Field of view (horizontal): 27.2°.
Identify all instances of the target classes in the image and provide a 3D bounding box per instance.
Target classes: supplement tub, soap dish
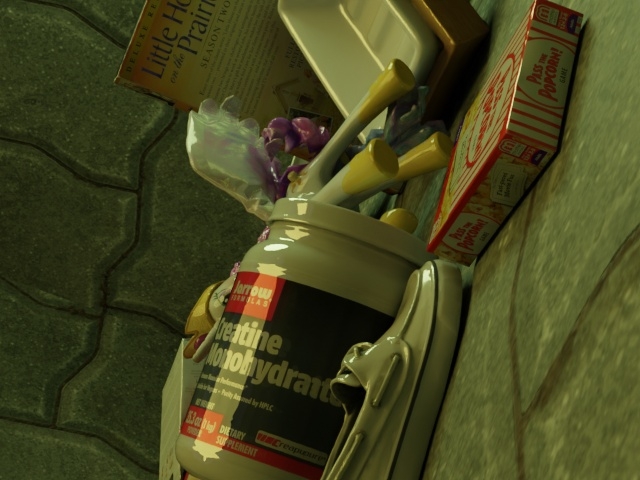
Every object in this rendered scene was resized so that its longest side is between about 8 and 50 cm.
[{"bbox_3d":[-0.009,0.115,1.252,0.191,0.191,0.272,135,154,-80],"label":"supplement tub"},{"bbox_3d":[0.074,-0.273,1.646,0.291,0.118,0.229,58,148,24],"label":"soap dish"}]

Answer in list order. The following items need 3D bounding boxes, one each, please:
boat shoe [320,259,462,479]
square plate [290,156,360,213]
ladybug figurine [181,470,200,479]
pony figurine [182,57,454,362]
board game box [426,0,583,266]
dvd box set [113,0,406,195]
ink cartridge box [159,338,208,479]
[{"bbox_3d":[0.052,0.128,1.121,0.096,0.088,0.267,121,168,-68],"label":"boat shoe"},{"bbox_3d":[0.000,0.000,1.957,0.344,0.049,0.347,82,-160,-50],"label":"square plate"},{"bbox_3d":[-0.065,0.246,1.536,0.449,0.162,0.305,-96,26,-80],"label":"ladybug figurine"},{"bbox_3d":[-0.013,-0.042,1.531,0.363,0.303,0.351,-39,21,31],"label":"pony figurine"},{"bbox_3d":[0.154,-0.087,1.115,0.193,0.045,0.147,117,171,-57],"label":"board game box"},{"bbox_3d":[-0.034,-0.277,1.815,0.062,0.420,0.308,162,127,-74],"label":"dvd box set"},{"bbox_3d":[-0.159,0.227,1.570,0.145,0.045,0.179,116,154,-54],"label":"ink cartridge box"}]
